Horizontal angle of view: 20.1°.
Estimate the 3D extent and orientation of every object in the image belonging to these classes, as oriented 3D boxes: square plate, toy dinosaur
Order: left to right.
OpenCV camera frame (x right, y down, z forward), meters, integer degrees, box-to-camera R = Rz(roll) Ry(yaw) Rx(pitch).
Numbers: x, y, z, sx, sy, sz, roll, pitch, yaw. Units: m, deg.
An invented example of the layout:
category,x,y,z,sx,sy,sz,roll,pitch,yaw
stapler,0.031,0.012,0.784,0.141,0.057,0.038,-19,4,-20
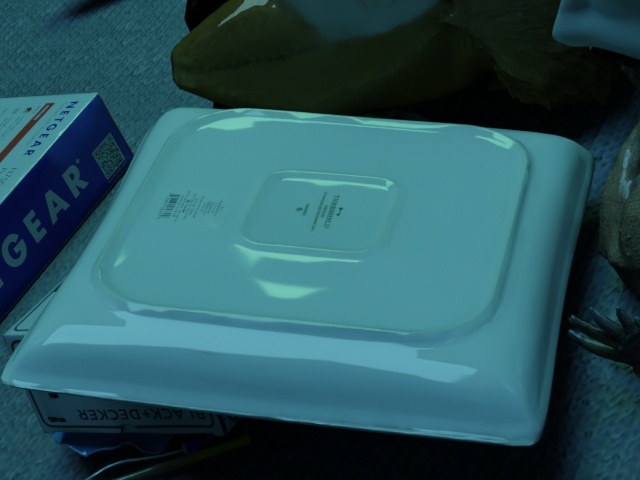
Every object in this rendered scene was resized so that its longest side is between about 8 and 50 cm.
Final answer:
category,x,y,z,sx,sy,sz,roll,pitch,yaw
square plate,0.000,0.000,1.227,0.344,0.049,0.347,6,34,11
toy dinosaur,0.233,0.000,1.203,0.127,0.200,0.295,15,11,-2

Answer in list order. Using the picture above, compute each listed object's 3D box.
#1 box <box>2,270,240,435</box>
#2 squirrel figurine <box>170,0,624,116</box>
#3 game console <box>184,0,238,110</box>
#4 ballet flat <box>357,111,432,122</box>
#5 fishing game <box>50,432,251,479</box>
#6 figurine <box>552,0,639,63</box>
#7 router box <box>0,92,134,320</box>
category,x,y,z,sx,sy,sz,roll,pitch,yaw
box,-0.082,0.030,1.352,0.169,0.087,0.290,-2,29,32
squirrel figurine,0.105,-0.248,1.548,0.397,0.281,0.370,15,16,4
game console,-0.034,-0.218,1.771,0.213,0.044,0.361,-19,33,13
ballet flat,0.077,-0.064,1.443,0.077,0.077,0.231,-22,28,-18
fishing game,-0.116,0.111,1.362,0.189,0.041,0.264,-20,26,-4
figurine,0.287,-0.142,1.256,0.209,0.092,0.215,23,9,18
router box,-0.384,-0.001,1.677,0.301,0.082,0.335,1,41,37
